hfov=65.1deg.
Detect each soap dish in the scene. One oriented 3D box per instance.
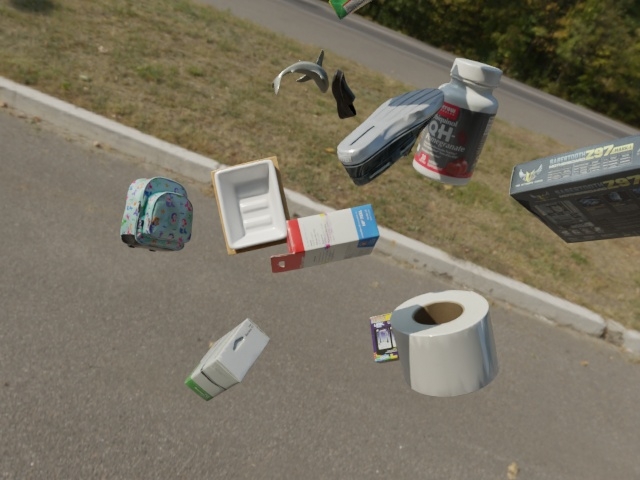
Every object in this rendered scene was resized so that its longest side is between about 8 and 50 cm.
[{"bbox_3d":[-0.224,-0.114,1.688,0.228,0.291,0.118,-13,-3,3],"label":"soap dish"}]

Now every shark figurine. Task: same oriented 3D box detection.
[{"bbox_3d":[-0.048,-0.618,1.877,0.278,0.166,0.116,-11,47,-37],"label":"shark figurine"}]

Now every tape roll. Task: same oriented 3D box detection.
[{"bbox_3d":[0.310,0.251,1.258,0.246,0.169,0.246,-14,15,4],"label":"tape roll"}]

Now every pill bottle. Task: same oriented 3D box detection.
[{"bbox_3d":[0.387,-0.331,1.405,0.176,0.319,0.176,11,27,-6],"label":"pill bottle"}]

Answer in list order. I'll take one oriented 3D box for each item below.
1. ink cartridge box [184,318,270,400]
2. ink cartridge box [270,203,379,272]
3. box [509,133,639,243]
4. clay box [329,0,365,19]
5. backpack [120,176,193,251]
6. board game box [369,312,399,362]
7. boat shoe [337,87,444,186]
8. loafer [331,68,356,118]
[{"bbox_3d":[-0.242,0.311,1.300,0.087,0.208,0.153,43,46,-7],"label":"ink cartridge box"},{"bbox_3d":[0.000,0.000,1.089,0.231,0.134,0.078,-11,72,-8],"label":"ink cartridge box"},{"bbox_3d":[0.428,-0.068,0.727,0.183,0.059,0.232,28,-23,-31],"label":"box"},{"bbox_3d":[0.120,-0.585,1.142,0.053,0.127,0.222,54,43,-14],"label":"clay box"},{"bbox_3d":[-0.569,-0.098,1.772,0.191,0.254,0.225,-6,-13,34],"label":"backpack"},{"bbox_3d":[0.243,0.293,1.541,0.048,0.170,0.141,38,43,-56],"label":"board game box"},{"bbox_3d":[0.176,-0.256,1.228,0.335,0.119,0.121,-37,40,-19],"label":"boat shoe"},{"bbox_3d":[0.098,-0.564,1.933,0.078,0.220,0.080,7,59,19],"label":"loafer"}]
